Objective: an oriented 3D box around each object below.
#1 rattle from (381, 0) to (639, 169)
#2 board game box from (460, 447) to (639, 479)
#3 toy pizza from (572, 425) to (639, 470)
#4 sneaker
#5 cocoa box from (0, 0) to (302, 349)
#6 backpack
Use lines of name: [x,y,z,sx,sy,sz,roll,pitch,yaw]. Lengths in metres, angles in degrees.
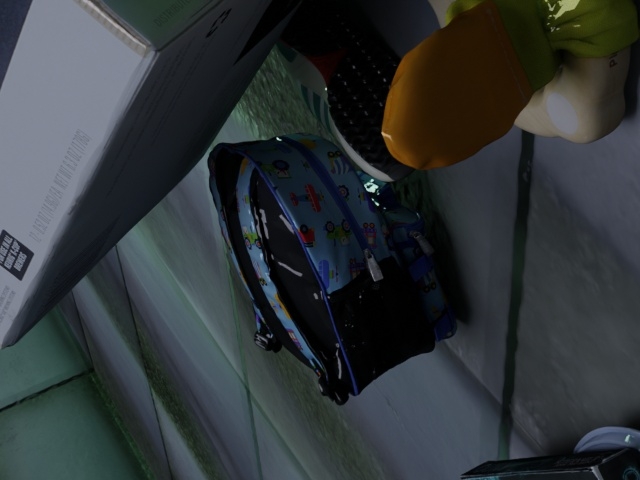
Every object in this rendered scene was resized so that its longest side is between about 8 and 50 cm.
rattle: [0.043,-0.105,0.591,0.199,0.143,0.130,43,170,38]
board game box: [0.149,0.183,0.699,0.126,0.026,0.186,66,161,4]
toy pizza: [0.203,0.188,0.655,0.201,0.032,0.201,52,156,35]
sneaker: [0.021,-0.095,0.804,0.161,0.057,0.075,55,175,27]
cocoa box: [-0.160,-0.144,0.708,0.228,0.231,0.347,41,144,-1]
backpack: [0.000,0.000,0.835,0.158,0.117,0.173,27,142,64]
